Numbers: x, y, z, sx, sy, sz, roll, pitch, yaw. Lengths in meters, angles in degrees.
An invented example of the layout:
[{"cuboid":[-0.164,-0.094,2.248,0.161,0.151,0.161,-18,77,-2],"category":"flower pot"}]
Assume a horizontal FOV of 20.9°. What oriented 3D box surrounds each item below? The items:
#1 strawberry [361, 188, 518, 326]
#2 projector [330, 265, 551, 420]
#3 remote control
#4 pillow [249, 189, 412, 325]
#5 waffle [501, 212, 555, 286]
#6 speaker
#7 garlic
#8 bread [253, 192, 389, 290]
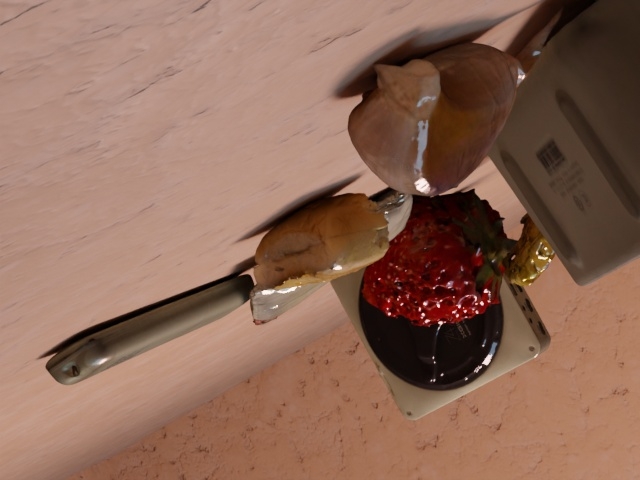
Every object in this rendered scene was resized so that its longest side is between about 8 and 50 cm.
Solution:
[{"cuboid":[0.142,0.027,2.236,0.201,0.187,0.184,-23,137,31],"category":"strawberry"},{"cuboid":[0.165,0.098,2.504,0.259,0.257,0.079,-32,174,32],"category":"projector"},{"cuboid":[-0.181,0.096,1.938,0.090,0.038,0.309,-34,173,37],"category":"remote control"},{"cuboid":[0.011,0.017,2.015,0.229,0.051,0.128,-35,166,-8],"category":"pillow"},{"cuboid":[0.296,-0.062,2.145,0.245,0.052,0.254,113,1,-69],"category":"waffle"},{"cuboid":[0.272,-0.101,1.490,0.183,0.184,0.406,-37,176,-10],"category":"speaker"},{"cuboid":[0.102,-0.104,1.297,0.198,0.090,0.128,-21,150,-44],"category":"garlic"},{"cuboid":[-0.001,0.001,1.768,0.125,0.082,0.106,-20,171,42],"category":"bread"}]
